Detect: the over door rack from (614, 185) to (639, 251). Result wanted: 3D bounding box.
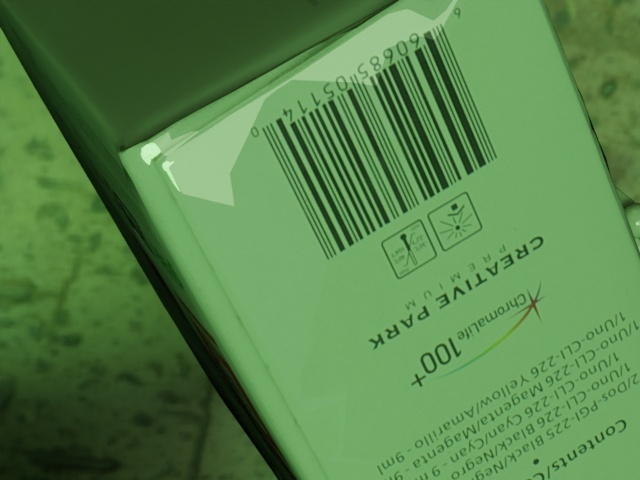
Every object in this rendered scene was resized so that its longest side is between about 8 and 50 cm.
[{"bbox_3d":[0.169,0.156,0.824,0.239,0.108,0.324,-42,119,-1],"label":"over door rack"}]

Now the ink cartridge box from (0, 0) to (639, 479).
[{"bbox_3d":[0.000,0.000,0.582,0.130,0.309,0.271,-31,119,-8],"label":"ink cartridge box"}]
